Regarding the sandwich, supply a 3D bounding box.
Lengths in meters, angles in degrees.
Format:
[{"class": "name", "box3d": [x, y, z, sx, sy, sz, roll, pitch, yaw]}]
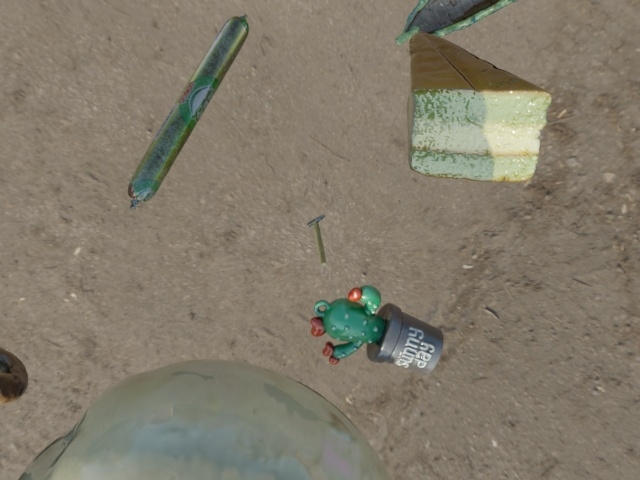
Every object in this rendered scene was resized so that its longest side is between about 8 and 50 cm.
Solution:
[{"class": "sandwich", "box3d": [0.176, -0.168, 0.647, 0.144, 0.187, 0.117, 3, 132, 7]}]

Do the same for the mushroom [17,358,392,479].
[{"class": "mushroom", "box3d": [-0.074, 0.263, 0.341, 0.313, 0.336, 0.315, -3, 119, -6]}]

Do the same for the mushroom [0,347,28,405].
[{"class": "mushroom", "box3d": [-0.506, 0.182, 0.767, 0.080, 0.135, 0.171, -52, 128, -16]}]

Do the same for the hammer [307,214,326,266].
[{"class": "hammer", "box3d": [0.000, 0.000, 1.547, 0.062, 0.199, 0.013, -32, 129, 18]}]

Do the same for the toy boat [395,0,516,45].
[{"class": "toy boat", "box3d": [0.259, -0.424, 0.906, 0.292, 0.099, 0.109, -25, 108, 32]}]

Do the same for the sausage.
[{"class": "sausage", "box3d": [-0.147, -0.152, 0.607, 0.032, 0.033, 0.269, 26, 77, 2]}]

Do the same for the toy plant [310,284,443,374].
[{"class": "toy plant", "box3d": [0.165, 0.263, 1.615, 0.399, 0.280, 0.186, 21, 49, -6]}]
